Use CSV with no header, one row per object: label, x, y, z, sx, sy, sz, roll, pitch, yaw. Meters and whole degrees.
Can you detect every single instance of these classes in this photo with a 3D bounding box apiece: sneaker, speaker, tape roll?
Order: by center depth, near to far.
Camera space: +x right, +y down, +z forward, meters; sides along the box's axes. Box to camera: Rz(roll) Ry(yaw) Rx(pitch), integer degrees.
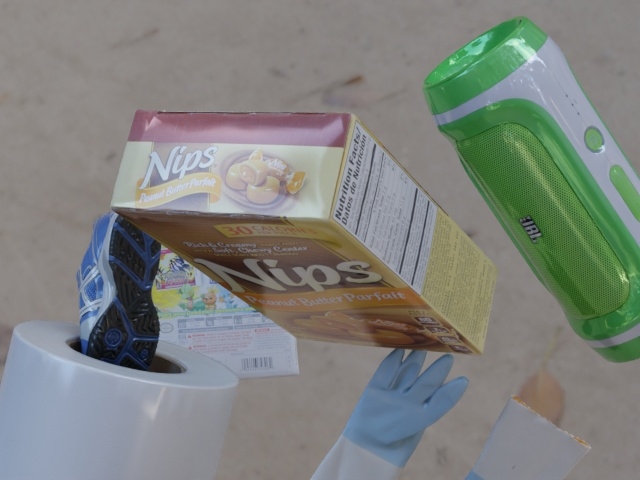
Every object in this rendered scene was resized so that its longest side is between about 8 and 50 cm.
speaker,0.212,-0.042,1.310,0.131,0.296,0.131,-34,12,8
tape roll,-0.223,0.198,1.601,0.246,0.246,0.169,18,96,39
sneaker,-0.221,0.069,1.629,0.081,0.080,0.211,7,86,53

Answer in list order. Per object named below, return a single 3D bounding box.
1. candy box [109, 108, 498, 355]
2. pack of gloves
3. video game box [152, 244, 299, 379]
candy box,0.000,0.000,1.185,0.182,0.316,0.088,3,71,28
pack of gloves,0.115,0.205,1.404,0.195,0.232,0.046,32,33,5
video game box,-0.133,0.073,1.798,0.205,0.187,0.048,-4,9,-1
